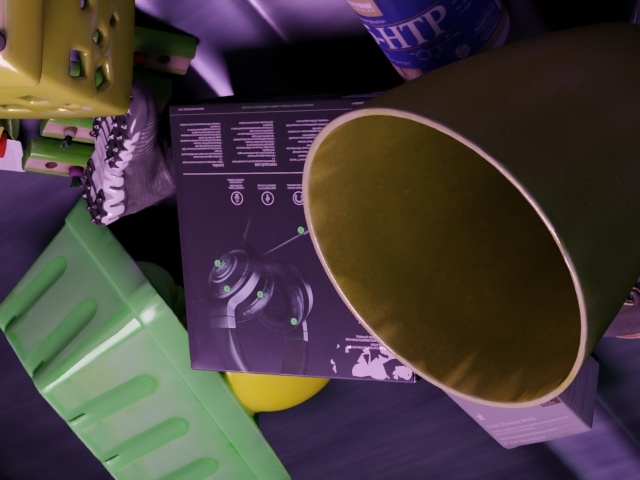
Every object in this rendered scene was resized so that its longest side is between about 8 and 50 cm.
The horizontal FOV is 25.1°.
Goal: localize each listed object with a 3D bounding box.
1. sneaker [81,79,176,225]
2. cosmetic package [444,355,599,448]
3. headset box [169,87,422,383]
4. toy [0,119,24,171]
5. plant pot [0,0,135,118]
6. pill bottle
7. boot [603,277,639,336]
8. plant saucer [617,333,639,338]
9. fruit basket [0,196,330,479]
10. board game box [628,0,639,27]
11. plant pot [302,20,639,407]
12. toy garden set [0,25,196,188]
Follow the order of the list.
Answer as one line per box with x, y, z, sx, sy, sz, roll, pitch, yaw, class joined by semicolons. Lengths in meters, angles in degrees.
-0.173;-0.094;1.429;0.106;0.078;0.234;-13;158;-21;sneaker
0.201;0.127;1.631;0.127;0.107;0.238;-20;133;39;cosmetic package
0.000;0.000;1.381;0.246;0.131;0.283;0;99;27;headset box
-0.438;-0.140;1.543;0.237;0.056;0.137;5;140;3;toy
-0.295;-0.220;1.209;0.228;0.227;0.207;2;-177;13;plant pot
0.074;-0.229;1.233;0.112;0.112;0.186;-15;133;31;pill bottle
0.255;0.021;1.491;0.263;0.091;0.229;0;137;14;boot
0.339;0.078;1.596;0.083;0.015;0.083;8;141;7;plant saucer
-0.127;0.113;1.652;0.392;0.283;0.392;-16;126;-24;fruit basket
0.368;-0.169;1.260;0.193;0.053;0.305;16;141;0;board game box
0.182;-0.058;1.196;0.275;0.293;0.274;30;141;28;plant pot
-0.262;-0.130;1.453;0.204;0.049;0.244;8;146;-25;toy garden set
